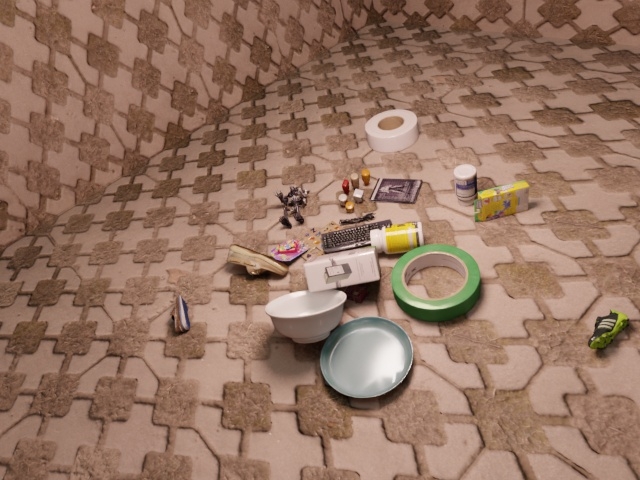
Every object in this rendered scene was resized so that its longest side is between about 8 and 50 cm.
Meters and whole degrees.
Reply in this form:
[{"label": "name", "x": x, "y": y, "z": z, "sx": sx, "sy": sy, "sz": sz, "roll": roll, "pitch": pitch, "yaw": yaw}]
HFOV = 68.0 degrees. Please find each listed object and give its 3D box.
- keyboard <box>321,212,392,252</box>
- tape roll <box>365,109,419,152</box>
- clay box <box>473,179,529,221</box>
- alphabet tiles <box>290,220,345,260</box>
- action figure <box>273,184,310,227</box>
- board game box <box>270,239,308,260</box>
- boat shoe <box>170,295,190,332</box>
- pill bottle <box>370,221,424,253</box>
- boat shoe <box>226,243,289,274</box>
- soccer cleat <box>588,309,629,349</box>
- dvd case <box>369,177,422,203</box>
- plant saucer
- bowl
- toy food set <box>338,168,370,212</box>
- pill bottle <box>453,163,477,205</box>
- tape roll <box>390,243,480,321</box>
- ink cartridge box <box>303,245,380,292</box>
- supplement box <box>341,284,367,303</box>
[{"label": "keyboard", "x": 0.159, "y": -0.047, "z": 2.099, "sx": 0.317, "sy": 0.033, "sz": 0.202, "roll": -12, "pitch": 42, "yaw": 3}, {"label": "tape roll", "x": 0.386, "y": -0.596, "z": 2.571, "sx": 0.286, "sy": 0.100, "sz": 0.286, "roll": -10, "pitch": 42, "yaw": 10}, {"label": "clay box", "x": 0.733, "y": -0.158, "z": 1.942, "sx": 0.222, "sy": 0.127, "sz": 0.053, "roll": -13, "pitch": 40, "yaw": 5}, {"label": "alphabet tiles", "x": 0.000, "y": 0.000, "z": 2.133, "sx": 0.237, "sy": 0.009, "sz": 0.198, "roll": -35, "pitch": 43, "yaw": -19}, {"label": "action figure", "x": -0.133, "y": -0.197, "z": 2.300, "sx": 0.164, "sy": 0.141, "sz": 0.276, "roll": -12, "pitch": 45, "yaw": 10}, {"label": "board game box", "x": -0.140, "y": 0.028, "z": 2.095, "sx": 0.133, "sy": 0.033, "sz": 0.168, "roll": 24, "pitch": 43, "yaw": 40}, {"label": "boat shoe", "x": -0.592, "y": 0.305, "z": 1.976, "sx": 0.066, "sy": 0.066, "sz": 0.183, "roll": -24, "pitch": 41, "yaw": -4}, {"label": "pill bottle", "x": 0.315, "y": -0.007, "z": 1.938, "sx": 0.208, "sy": 0.119, "sz": 0.119, "roll": -7, "pitch": 42, "yaw": 12}, {"label": "boat shoe", "x": -0.276, "y": 0.104, "z": 2.065, "sx": 0.302, "sy": 0.109, "sz": 0.098, "roll": 19, "pitch": 89, "yaw": 22}, {"label": "soccer cleat", "x": 0.878, "y": 0.277, "z": 1.473, "sx": 0.178, "sy": 0.060, "sz": 0.072, "roll": -28, "pitch": 32, "yaw": -21}, {"label": "dvd case", "x": 0.358, "y": -0.236, "z": 2.250, "sx": 0.221, "sy": 0.018, "sz": 0.165, "roll": 6, "pitch": 48, "yaw": 24}, {"label": "plant saucer", "x": 0.157, "y": 0.398, "z": 1.614, "sx": 0.317, "sy": 0.044, "sz": 0.318, "roll": -10, "pitch": 42, "yaw": 9}, {"label": "bowl", "x": -0.044, "y": 0.281, "z": 1.707, "sx": 0.297, "sy": 0.134, "sz": 0.298, "roll": -8, "pitch": 10, "yaw": 1}, {"label": "toy food set", "x": 0.160, "y": -0.229, "z": 2.283, "sx": 0.111, "sy": 0.104, "sz": 0.232, "roll": 15, "pitch": 68, "yaw": 16}, {"label": "pill bottle", "x": 0.622, "y": -0.233, "z": 2.032, "sx": 0.094, "sy": 0.169, "sz": 0.094, "roll": -10, "pitch": 42, "yaw": 9}, {"label": "tape roll", "x": 0.425, "y": 0.151, "z": 1.759, "sx": 0.321, "sy": 0.077, "sz": 0.321, "roll": -11, "pitch": 42, "yaw": 10}, {"label": "ink cartridge box", "x": 0.089, "y": 0.107, "z": 1.837, "sx": 0.272, "sy": 0.115, "sz": 0.198, "roll": -11, "pitch": 4, "yaw": 10}, {"label": "supplement box", "x": 0.131, "y": 0.201, "z": 1.837, "sx": 0.083, "sy": 0.043, "sz": 0.055, "roll": 14, "pitch": 50, "yaw": 33}]
